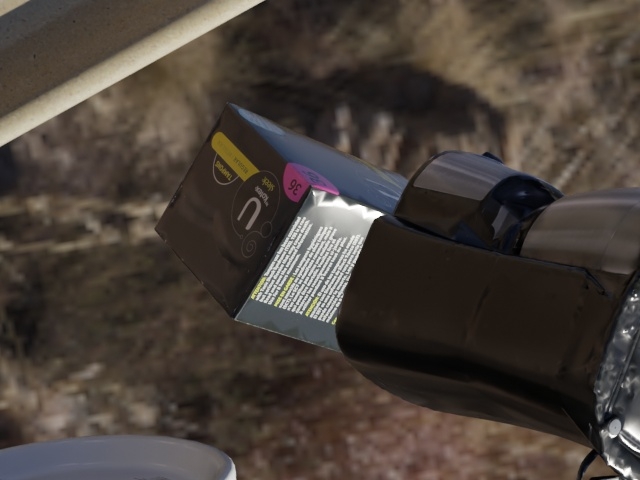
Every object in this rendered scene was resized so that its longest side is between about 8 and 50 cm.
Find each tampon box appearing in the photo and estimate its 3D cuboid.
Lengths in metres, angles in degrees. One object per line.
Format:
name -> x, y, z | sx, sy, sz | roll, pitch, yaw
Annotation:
tampon box -> 0.000, 0.000, 1.235 | 0.161, 0.101, 0.120 | 20, 16, -40

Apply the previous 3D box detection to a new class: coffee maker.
coffee maker -> 0.092, 0.045, 0.831 | 0.171, 0.178, 0.120 | -48, 119, -22

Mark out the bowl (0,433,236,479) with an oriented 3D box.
bowl -> -0.103, 0.167, 0.827 | 0.298, 0.298, 0.134 | -52, 139, -76

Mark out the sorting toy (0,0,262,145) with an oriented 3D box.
sorting toy -> -0.065, -0.158, 0.445 | 0.229, 0.307, 0.041 | 61, 1, -24
